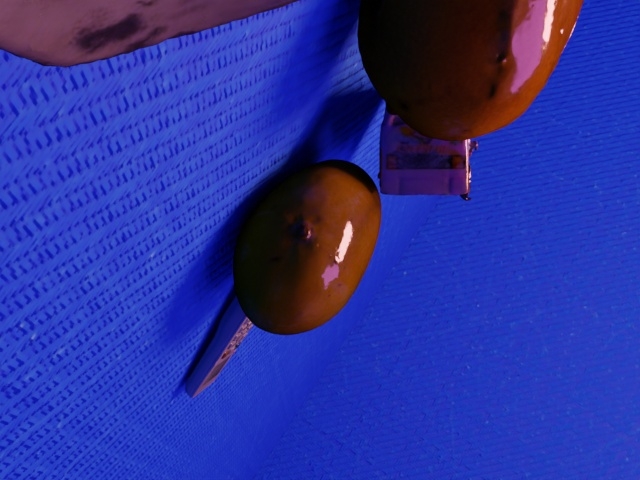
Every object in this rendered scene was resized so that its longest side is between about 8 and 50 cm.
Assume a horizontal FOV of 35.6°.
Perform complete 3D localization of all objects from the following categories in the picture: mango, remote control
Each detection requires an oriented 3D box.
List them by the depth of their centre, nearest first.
[{"bbox_3d":[0.121,-0.191,0.773,0.236,0.166,0.136,-60,-161,24],"label":"mango"},{"bbox_3d":[0.000,0.000,0.934,0.251,0.114,0.156,-38,147,-63],"label":"mango"},{"bbox_3d":[-0.090,0.089,1.028,0.162,0.029,0.061,-56,170,19],"label":"remote control"}]

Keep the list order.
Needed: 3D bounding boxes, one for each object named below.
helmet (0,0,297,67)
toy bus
[{"bbox_3d":[-0.033,-0.145,0.239,0.204,0.137,0.257,-19,-178,-9],"label":"helmet"},{"bbox_3d":[0.103,-0.102,1.014,0.274,0.090,0.112,-73,162,-81],"label":"toy bus"}]
